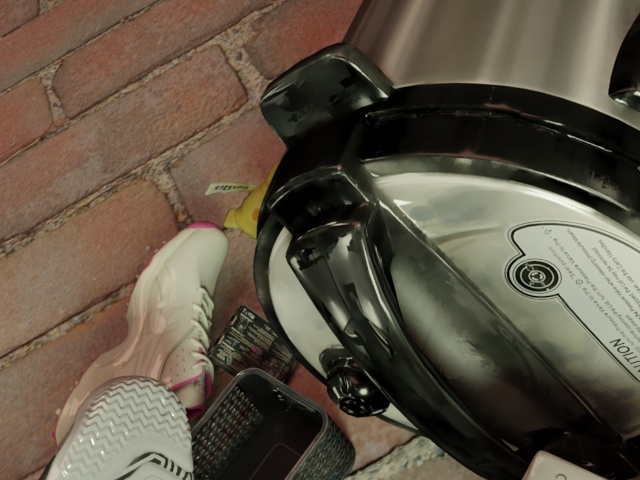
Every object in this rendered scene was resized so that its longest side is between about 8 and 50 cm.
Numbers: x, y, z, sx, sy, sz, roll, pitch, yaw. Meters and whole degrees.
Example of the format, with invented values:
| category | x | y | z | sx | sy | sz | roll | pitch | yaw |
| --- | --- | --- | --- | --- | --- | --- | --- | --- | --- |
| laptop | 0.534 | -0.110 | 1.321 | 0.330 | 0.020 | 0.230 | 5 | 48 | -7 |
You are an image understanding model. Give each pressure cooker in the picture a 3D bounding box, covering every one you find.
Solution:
| category | x | y | z | sx | sy | sz | roll | pitch | yaw |
| --- | --- | --- | --- | --- | --- | --- | --- | --- | --- |
| pressure cooker | 0.149 | -0.018 | 0.682 | 0.370 | 0.375 | 0.420 | 16 | 50 | 10 |

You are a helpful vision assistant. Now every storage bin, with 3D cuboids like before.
| category | x | y | z | sx | sy | sz | roll | pitch | yaw |
| --- | --- | --- | --- | --- | --- | --- | --- | --- | --- |
| storage bin | -0.068 | 0.229 | 0.795 | 0.122 | 0.084 | 0.180 | 24 | 67 | 37 |

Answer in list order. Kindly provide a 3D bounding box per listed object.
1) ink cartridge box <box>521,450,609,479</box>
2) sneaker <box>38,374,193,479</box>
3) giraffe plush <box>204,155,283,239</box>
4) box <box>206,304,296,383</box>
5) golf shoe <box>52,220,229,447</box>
| category | x | y | z | sx | sy | sz | roll | pitch | yaw |
| --- | --- | --- | --- | --- | --- | --- | --- | --- | --- |
| ink cartridge box | 0.249 | 0.258 | 0.474 | 0.261 | 0.296 | 0.066 | 21 | 64 | 36 |
| sneaker | -0.242 | 0.283 | 0.731 | 0.210 | 0.137 | 0.365 | 5 | 76 | 52 |
| giraffe plush | 0.000 | 0.000 | 0.908 | 0.210 | 0.181 | 0.170 | -15 | 68 | -25 |
| box | -0.069 | 0.119 | 0.890 | 0.067 | 0.083 | 0.018 | -58 | 13 | -23 |
| golf shoe | -0.160 | 0.122 | 0.923 | 0.140 | 0.115 | 0.306 | 17 | 68 | 23 |
